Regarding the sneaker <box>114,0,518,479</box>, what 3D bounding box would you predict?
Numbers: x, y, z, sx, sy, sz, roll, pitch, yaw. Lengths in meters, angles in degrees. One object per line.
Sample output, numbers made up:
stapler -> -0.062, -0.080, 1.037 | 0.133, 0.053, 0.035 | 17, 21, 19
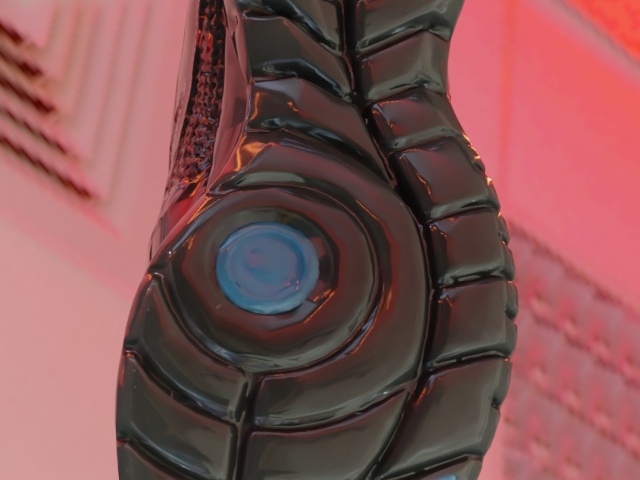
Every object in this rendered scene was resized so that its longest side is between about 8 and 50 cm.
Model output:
sneaker -> 0.000, 0.000, 0.716 | 0.125, 0.139, 0.340 | 10, -121, -4
